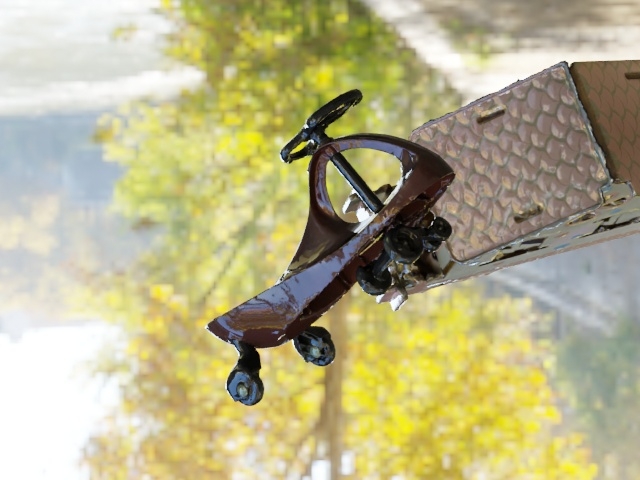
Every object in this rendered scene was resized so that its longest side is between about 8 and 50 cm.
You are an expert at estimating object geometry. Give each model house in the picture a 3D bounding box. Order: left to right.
[{"bbox_3d":[0.197,-0.071,1.490,0.326,0.169,0.244,-14,169,-10],"label":"model house"}]

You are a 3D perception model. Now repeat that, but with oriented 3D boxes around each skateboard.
[{"bbox_3d":[0.000,0.000,0.732,0.151,0.080,0.067,-46,166,36],"label":"skateboard"}]
